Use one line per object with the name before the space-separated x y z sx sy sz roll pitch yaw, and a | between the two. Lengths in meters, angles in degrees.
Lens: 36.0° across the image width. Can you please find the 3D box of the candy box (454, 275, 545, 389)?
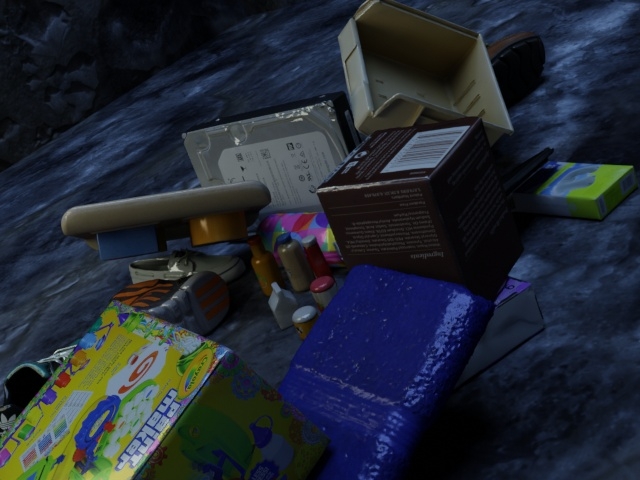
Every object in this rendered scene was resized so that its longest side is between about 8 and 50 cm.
candy box | 0.163 0.102 1.293 0.164 0.070 0.196 -31 24 -20

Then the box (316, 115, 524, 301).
box | 0.130 -0.024 1.246 0.167 0.203 0.168 -4 28 36

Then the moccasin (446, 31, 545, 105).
moccasin | 0.308 -0.314 2.024 0.380 0.139 0.147 -40 35 -15

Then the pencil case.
pencil case | 0.000 0.000 1.641 0.236 0.104 0.104 -1 31 44

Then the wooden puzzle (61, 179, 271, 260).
wooden puzzle | -0.249 -0.017 1.649 0.322 0.081 0.348 -9 -5 -8

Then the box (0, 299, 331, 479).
box | -0.197 0.248 1.054 0.290 0.177 0.279 -53 32 -16

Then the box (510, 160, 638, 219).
box | 0.385 -0.080 1.529 0.109 0.042 0.178 -36 27 -30

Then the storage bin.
storage bin | 0.181 -0.284 1.770 0.123 0.260 0.262 -50 36 41

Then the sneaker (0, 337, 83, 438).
sneaker | -0.404 0.215 1.501 0.108 0.121 0.302 -17 23 13

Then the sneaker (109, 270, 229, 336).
sneaker | -0.302 0.154 1.576 0.180 0.125 0.321 -8 16 41

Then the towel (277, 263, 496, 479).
towel | 0.048 0.179 1.105 0.227 0.076 0.308 13 65 49

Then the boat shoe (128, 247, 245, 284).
boat shoe | -0.249 0.053 1.776 0.226 0.076 0.083 -15 24 19

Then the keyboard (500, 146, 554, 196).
keyboard | 0.228 -0.039 1.512 0.317 0.033 0.201 -35 1 -43

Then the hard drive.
hard drive | -0.073 -0.127 1.804 0.338 0.237 0.064 -6 24 33

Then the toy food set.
toy food set | -0.039 0.057 1.536 0.111 0.105 0.232 -25 23 -6
